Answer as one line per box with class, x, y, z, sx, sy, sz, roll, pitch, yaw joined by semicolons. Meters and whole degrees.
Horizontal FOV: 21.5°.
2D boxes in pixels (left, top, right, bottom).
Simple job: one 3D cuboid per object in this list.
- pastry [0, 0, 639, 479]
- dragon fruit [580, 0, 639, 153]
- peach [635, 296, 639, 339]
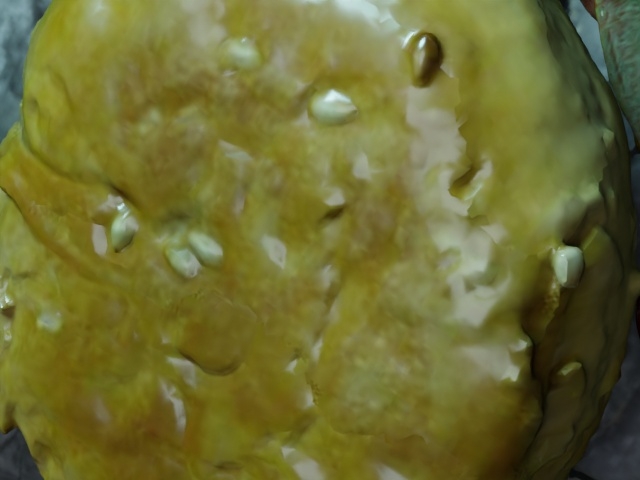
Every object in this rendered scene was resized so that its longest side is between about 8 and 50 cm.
pastry;0.000;0.000;0.718;0.284;0.184;0.315;20;112;20
dragon fruit;0.225;-0.108;0.647;0.268;0.130;0.295;6;102;25
peach;0.182;0.041;0.741;0.083;0.050;0.077;43;113;1
